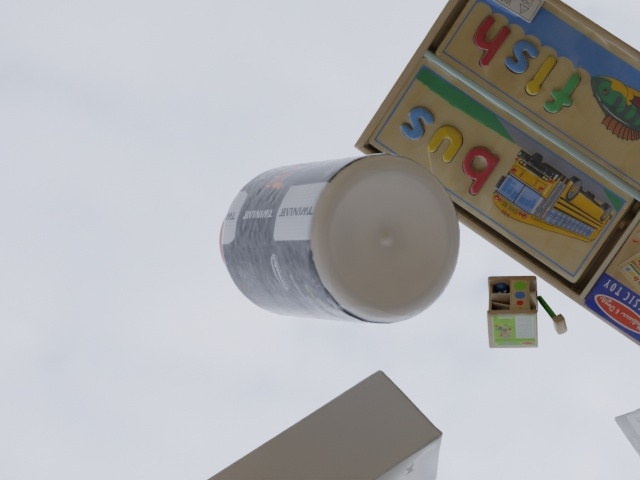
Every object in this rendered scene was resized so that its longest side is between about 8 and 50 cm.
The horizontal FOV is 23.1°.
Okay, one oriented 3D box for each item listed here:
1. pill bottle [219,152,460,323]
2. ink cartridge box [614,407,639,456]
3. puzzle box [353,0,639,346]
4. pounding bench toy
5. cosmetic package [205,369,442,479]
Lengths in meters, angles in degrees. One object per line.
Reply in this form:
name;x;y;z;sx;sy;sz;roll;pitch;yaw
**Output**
pill bottle;0.000;0.000;1.274;0.130;0.245;0.130;0;-91;-25
ink cartridge box;0.395;0.231;1.280;0.066;0.261;0.296;-33;-95;-18
puzzle box;0.273;-0.101;1.745;0.409;0.272;0.052;35;-168;10
pounding bench toy;0.219;0.073;1.656;0.083;0.052;0.065;-1;-138;10
cosmetic package;-0.070;0.312;1.369;0.377;0.284;0.097;-30;-122;-23
